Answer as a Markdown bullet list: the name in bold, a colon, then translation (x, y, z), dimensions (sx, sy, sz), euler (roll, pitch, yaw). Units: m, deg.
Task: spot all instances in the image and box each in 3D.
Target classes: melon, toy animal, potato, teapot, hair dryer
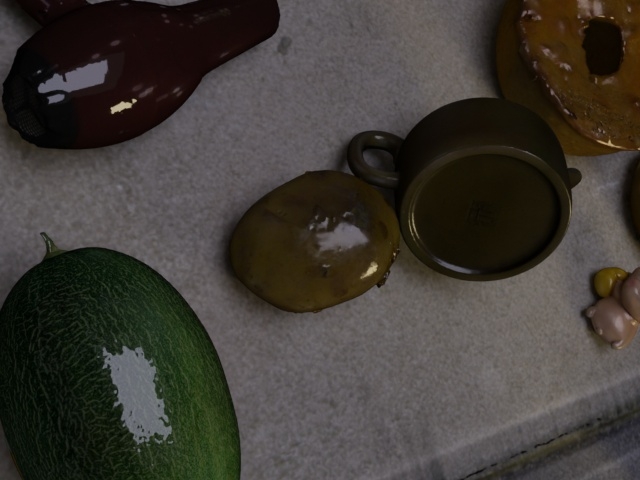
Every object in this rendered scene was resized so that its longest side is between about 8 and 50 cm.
- **melon**: translation (-0.169, 0.125, 0.767), dimensions (0.182, 0.182, 0.287), euler (-19, 90, -33)
- **toy animal**: translation (0.387, 0.073, 1.168), dimensions (0.114, 0.082, 0.091), euler (-37, 96, -31)
- **potato**: translation (0.000, 0.000, 0.933), dimensions (0.176, 0.137, 0.137), euler (-26, 92, -30)
- **teapot**: translation (0.161, -0.077, 1.030), dimensions (0.268, 0.185, 0.175), euler (11, 36, -4)
- **hair dryer**: translation (-0.233, -0.260, 0.891), dimensions (0.340, 0.123, 0.312), euler (48, 48, 0)

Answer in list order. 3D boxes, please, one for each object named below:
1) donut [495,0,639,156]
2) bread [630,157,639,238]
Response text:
- **donut**: translation (0.332, -0.234, 1.196), dimensions (0.278, 0.108, 0.277), euler (7, 75, -29)
- **bread**: translation (0.512, -0.055, 1.264), dimensions (0.213, 0.105, 0.213), euler (8, 72, -26)
